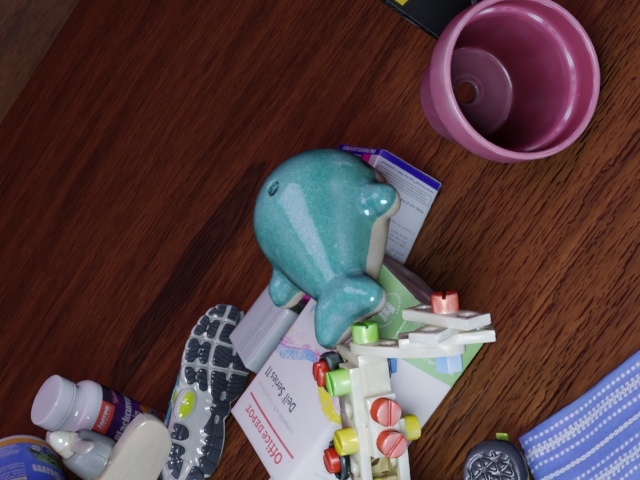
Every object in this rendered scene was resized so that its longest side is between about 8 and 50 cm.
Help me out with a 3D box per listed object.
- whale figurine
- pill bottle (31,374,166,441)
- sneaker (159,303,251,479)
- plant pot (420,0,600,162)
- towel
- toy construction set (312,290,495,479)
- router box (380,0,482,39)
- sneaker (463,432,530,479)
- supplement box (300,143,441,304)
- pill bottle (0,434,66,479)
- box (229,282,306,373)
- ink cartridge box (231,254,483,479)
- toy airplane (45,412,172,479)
[{"bbox_3d":[0.000,0.000,1.688,0.216,0.141,0.272,-42,34,25],"label":"whale figurine"},{"bbox_3d":[-0.332,0.275,2.131,0.108,0.193,0.108,-36,38,35],"label":"pill bottle"},{"bbox_3d":[-0.181,0.219,2.051,0.110,0.107,0.275,-16,51,62],"label":"sneaker"},{"bbox_3d":[0.213,-0.190,1.735,0.201,0.201,0.180,-65,14,-8],"label":"plant pot"},{"bbox_3d":[0.312,0.248,1.339,0.243,0.040,0.336,-43,34,25],"label":"towel"},{"bbox_3d":[0.084,0.209,1.522,0.215,0.151,0.328,-161,78,-68],"label":"toy construction set"},{"bbox_3d":[0.174,-0.455,1.951,0.309,0.243,0.081,-56,30,6],"label":"router box"},{"bbox_3d":[0.190,0.314,1.443,0.084,0.097,0.235,1,81,17],"label":"sneaker"},{"bbox_3d":[0.048,-0.005,1.884,0.111,0.114,0.220,13,77,58],"label":"supplement box"},{"bbox_3d":[-0.463,0.441,2.229,0.152,0.152,0.272,-53,31,12],"label":"pill bottle"},{"bbox_3d":[-0.048,0.133,1.918,0.102,0.101,0.087,-53,30,9],"label":"box"},{"bbox_3d":[0.018,0.198,1.742,0.353,0.119,0.207,-55,30,7],"label":"ink cartridge box"},{"bbox_3d":[-0.354,0.432,1.858,0.386,0.384,0.272,-28,46,-27],"label":"toy airplane"}]
